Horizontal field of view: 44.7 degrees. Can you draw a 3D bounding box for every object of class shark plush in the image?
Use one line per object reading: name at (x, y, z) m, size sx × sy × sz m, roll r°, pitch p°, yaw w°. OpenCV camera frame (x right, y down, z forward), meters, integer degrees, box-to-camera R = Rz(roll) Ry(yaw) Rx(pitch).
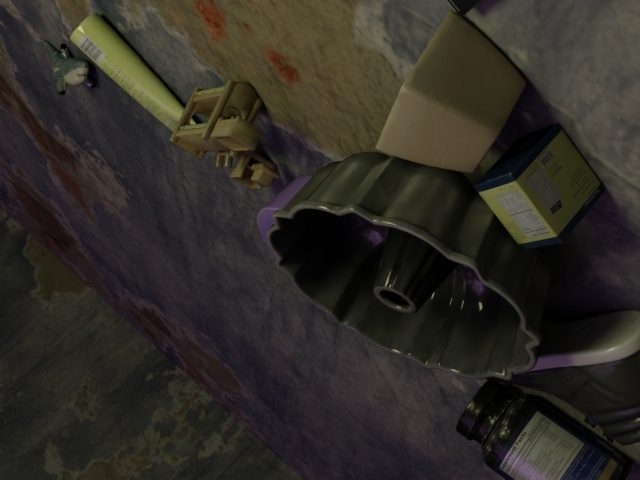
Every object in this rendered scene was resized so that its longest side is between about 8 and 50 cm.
shark plush at (-0.471, -0.337, 1.459) m, size 0.161 × 0.073 × 0.067 m, roll 53°, pitch 145°, yaw 39°

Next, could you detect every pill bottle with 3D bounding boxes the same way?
pill bottle at (0.306, 0.293, 1.090) m, size 0.219 × 0.123 × 0.122 m, roll 34°, pitch 154°, yaw 24°

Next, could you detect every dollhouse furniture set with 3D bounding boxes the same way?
dollhouse furniture set at (-0.090, -0.149, 1.104) m, size 0.161 × 0.101 × 0.182 m, roll 31°, pitch 166°, yaw -34°

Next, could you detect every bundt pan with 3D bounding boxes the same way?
bundt pan at (0.111, 0.020, 0.886) m, size 0.331 × 0.124 × 0.330 m, roll 26°, pitch 156°, yaw 13°

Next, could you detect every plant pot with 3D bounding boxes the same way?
plant pot at (0.128, -0.128, 0.739) m, size 0.096 × 0.109 × 0.109 m, roll 30°, pitch 154°, yaw 4°

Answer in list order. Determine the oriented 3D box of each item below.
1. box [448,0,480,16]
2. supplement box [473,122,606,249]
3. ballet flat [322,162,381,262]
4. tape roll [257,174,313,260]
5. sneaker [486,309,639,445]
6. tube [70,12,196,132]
box at (0.117, -0.242, 0.669) m, size 0.083 × 0.018 × 0.067 m, roll 48°, pitch 156°, yaw -7°
supplement box at (0.210, -0.050, 0.745) m, size 0.083 × 0.083 × 0.056 m, roll 51°, pitch 155°, yaw -11°
ballet flat at (0.062, -0.024, 1.047) m, size 0.072 × 0.068 × 0.213 m, roll 28°, pitch 147°, yaw 55°
tape roll at (0.000, 0.000, 1.167) m, size 0.189 × 0.080 × 0.189 m, roll 36°, pitch 154°, yaw 21°
sneaker at (0.296, 0.173, 0.933) m, size 0.146 × 0.105 × 0.296 m, roll 55°, pitch 150°, yaw -9°
tube at (-0.296, -0.260, 1.266) m, size 0.240 × 0.062 × 0.070 m, roll 45°, pitch -160°, yaw -12°
